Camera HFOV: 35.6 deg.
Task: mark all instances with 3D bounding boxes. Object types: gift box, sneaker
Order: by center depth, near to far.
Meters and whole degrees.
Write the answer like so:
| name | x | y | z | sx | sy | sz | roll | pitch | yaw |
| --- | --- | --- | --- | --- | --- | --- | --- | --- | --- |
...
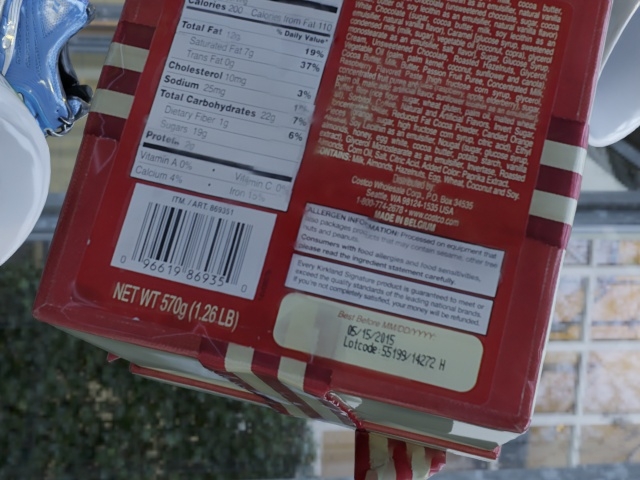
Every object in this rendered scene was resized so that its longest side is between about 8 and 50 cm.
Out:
| name | x | y | z | sx | sy | sz | roll | pitch | yaw |
| --- | --- | --- | --- | --- | --- | --- | --- | --- | --- |
| gift box | 0.000 | 0.000 | 0.546 | 0.258 | 0.255 | 0.276 | 67 | 41 | -76 |
| sneaker | -0.339 | -0.139 | 1.130 | 0.130 | 0.147 | 0.330 | -105 | -145 | -60 |

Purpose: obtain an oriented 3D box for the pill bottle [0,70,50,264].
| name | x | y | z | sx | sy | sz | roll | pitch | yaw |
| --- | --- | --- | --- | --- | --- | --- | --- | --- | --- |
| pill bottle | -0.370 | -0.131 | 0.756 | 0.361 | 0.204 | 0.204 | 49 | -32 | 31 |

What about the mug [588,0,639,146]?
| name | x | y | z | sx | sy | sz | roll | pitch | yaw |
| --- | --- | --- | --- | --- | --- | --- | --- | --- | --- |
| mug | 0.288 | -0.320 | 1.158 | 0.328 | 0.374 | 0.276 | 40 | -50 | 27 |
